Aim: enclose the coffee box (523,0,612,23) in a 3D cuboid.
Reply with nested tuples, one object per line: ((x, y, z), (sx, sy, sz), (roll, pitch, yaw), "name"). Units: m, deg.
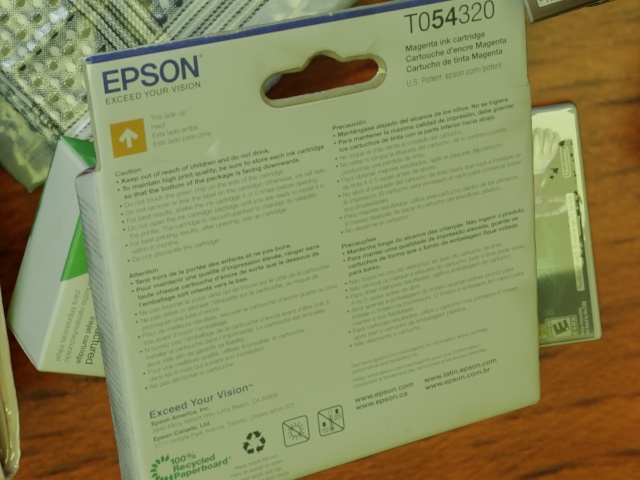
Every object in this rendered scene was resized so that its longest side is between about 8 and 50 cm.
((0.152, -0.314, 0.957), (0.118, 0.168, 0.297), (-16, 110, 17), "coffee box")

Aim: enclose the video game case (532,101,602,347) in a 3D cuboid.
((0.123, -0.002, 1.138), (0.173, 0.022, 0.190), (-8, 105, 4), "video game case")

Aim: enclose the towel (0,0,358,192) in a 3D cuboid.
((-0.163, -0.204, 1.072), (0.324, 0.056, 0.312), (-41, 101, 12), "towel")

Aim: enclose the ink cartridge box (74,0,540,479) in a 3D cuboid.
((0.000, 0.000, 1.018), (0.324, 0.071, 0.330), (-13, 110, -23), "ink cartridge box")

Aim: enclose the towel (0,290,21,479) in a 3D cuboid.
((-0.380, 0.017, 1.088), (0.331, 0.053, 0.317), (6, 107, 23), "towel")

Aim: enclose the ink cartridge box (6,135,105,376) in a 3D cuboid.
((-0.104, 0.022, 1.071), (0.208, 0.087, 0.153), (8, 108, -32), "ink cartridge box")
